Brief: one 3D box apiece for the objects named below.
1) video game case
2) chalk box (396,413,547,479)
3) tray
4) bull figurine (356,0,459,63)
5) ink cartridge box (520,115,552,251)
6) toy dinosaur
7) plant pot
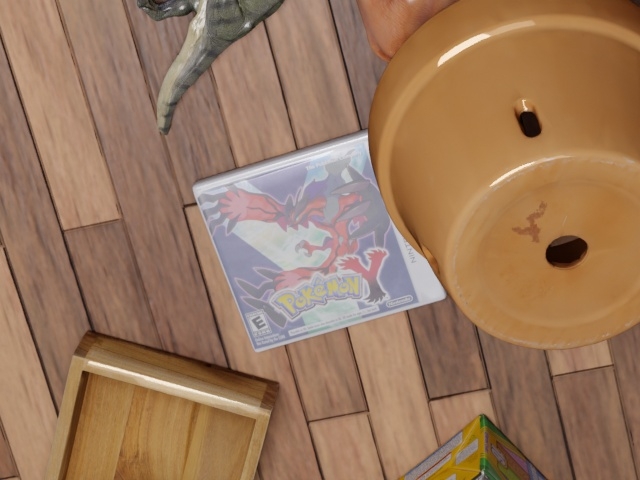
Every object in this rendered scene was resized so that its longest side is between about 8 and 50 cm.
[{"bbox_3d":[0.000,0.000,1.732,0.201,0.023,0.183,-16,107,12],"label":"video game case"},{"bbox_3d":[0.182,0.306,1.770,0.132,0.132,0.213,-39,103,16],"label":"chalk box"},{"bbox_3d":[-0.191,0.311,1.840,0.203,0.076,0.411,16,110,0],"label":"tray"},{"bbox_3d":[0.071,-0.303,1.566,0.188,0.101,0.310,-17,119,10],"label":"bull figurine"},{"bbox_3d":[0.142,-0.066,1.661,0.109,0.062,0.209,-14,125,10],"label":"ink cartridge box"},{"bbox_3d":[-0.105,-0.219,1.645,0.118,0.064,0.268,39,113,-15],"label":"toy dinosaur"},{"bbox_3d":[0.192,-0.044,1.513,0.291,0.203,0.291,-2,126,-3],"label":"plant pot"}]
